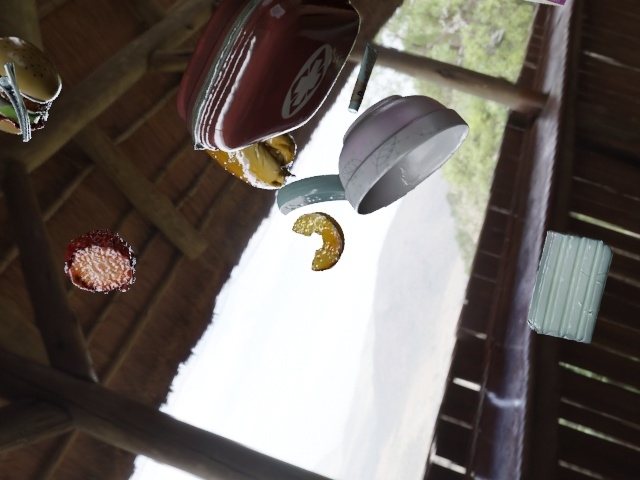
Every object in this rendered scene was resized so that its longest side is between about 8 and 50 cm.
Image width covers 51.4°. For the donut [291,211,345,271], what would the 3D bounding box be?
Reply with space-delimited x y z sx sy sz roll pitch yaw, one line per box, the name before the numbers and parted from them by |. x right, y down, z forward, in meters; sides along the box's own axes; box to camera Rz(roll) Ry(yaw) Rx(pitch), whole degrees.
donut | 0.008 -0.006 1.940 0.146 0.181 0.078 -26 2 32

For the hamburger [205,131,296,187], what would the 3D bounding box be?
hamburger | -0.191 -0.251 1.674 0.170 0.314 0.290 -49 2 -1

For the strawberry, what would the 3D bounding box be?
strawberry | -0.445 0.040 1.349 0.086 0.145 0.145 -117 35 -54

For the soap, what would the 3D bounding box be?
soap | 0.606 0.114 1.624 0.094 0.150 0.261 -34 -45 -78

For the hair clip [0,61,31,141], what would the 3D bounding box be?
hair clip | -0.458 -0.203 0.988 0.030 0.039 0.115 -99 -3 -71

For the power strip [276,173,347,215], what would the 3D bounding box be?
power strip | 0.006 -0.122 1.714 0.167 0.253 0.054 46 -145 -75

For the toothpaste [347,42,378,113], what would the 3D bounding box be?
toothpaste | 0.122 -0.463 1.912 0.056 0.036 0.205 28 -104 -47

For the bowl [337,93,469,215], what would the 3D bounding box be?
bowl | 0.148 -0.192 1.359 0.287 0.143 0.287 -34 -14 -10

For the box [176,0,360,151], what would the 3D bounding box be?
box | -0.065 -0.272 1.037 0.263 0.108 0.404 -59 -9 27

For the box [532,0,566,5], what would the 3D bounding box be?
box | 0.354 -0.452 1.180 0.207 0.050 0.041 -132 51 -57

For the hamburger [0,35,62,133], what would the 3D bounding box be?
hamburger | -0.552 -0.289 1.201 0.137 0.175 0.175 -41 4 19
